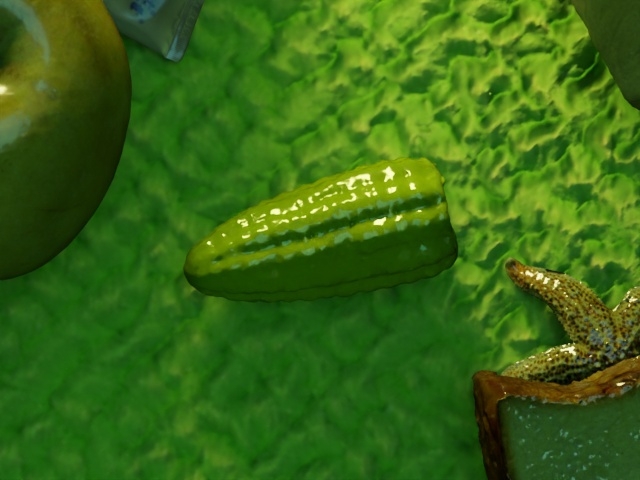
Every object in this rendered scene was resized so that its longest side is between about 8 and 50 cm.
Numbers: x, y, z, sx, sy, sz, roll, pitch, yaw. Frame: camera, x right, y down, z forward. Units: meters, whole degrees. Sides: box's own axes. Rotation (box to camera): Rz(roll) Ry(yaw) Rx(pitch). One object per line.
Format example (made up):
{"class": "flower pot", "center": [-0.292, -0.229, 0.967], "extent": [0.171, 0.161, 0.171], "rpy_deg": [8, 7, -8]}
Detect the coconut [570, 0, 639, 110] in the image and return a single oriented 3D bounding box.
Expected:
{"class": "coconut", "center": [0.308, -0.284, 1.377], "extent": [0.415, 0.344, 0.415], "rpy_deg": [1, 96, 5]}

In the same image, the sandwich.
{"class": "sandwich", "center": [0.233, 0.163, 1.423], "extent": [0.215, 0.065, 0.186], "rpy_deg": [-17, 106, -10]}

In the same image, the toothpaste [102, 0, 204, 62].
{"class": "toothpaste", "center": [-0.237, -0.238, 1.424], "extent": [0.323, 0.066, 0.100], "rpy_deg": [21, 86, -12]}

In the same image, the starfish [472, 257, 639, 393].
{"class": "starfish", "center": [0.219, 0.101, 1.467], "extent": [0.208, 0.053, 0.176], "rpy_deg": [0, 93, -3]}

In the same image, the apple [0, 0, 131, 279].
{"class": "apple", "center": [-0.252, -0.100, 1.334], "extent": [0.261, 0.194, 0.261], "rpy_deg": [1, 84, -12]}

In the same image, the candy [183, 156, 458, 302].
{"class": "candy", "center": [0.000, 0.000, 1.415], "extent": [0.209, 0.097, 0.096], "rpy_deg": [-14, 85, -7]}
